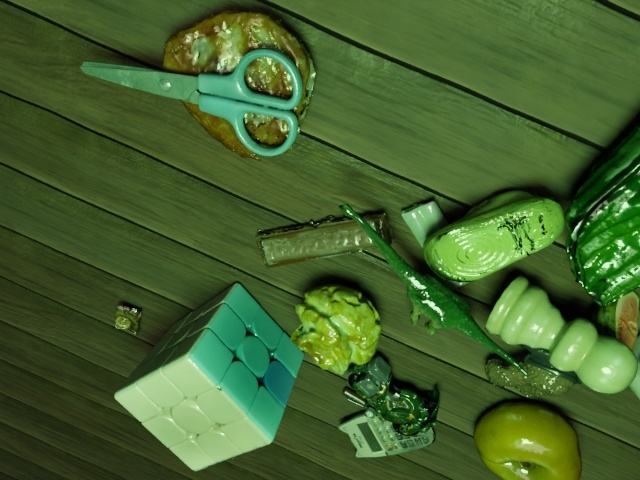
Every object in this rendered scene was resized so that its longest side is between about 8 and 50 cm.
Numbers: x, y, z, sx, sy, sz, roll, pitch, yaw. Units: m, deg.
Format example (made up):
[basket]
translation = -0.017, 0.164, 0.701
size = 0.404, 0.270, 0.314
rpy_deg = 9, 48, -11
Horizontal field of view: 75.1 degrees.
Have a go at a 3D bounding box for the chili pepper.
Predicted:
[chili pepper]
translation = 0.552, -0.064, 0.718
size = 0.213, 0.167, 0.385
rpy_deg = 26, 122, 4

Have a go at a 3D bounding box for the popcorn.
[popcorn]
translation = 0.042, 0.202, 0.978
size = 0.204, 0.184, 0.221
rpy_deg = -7, 129, 31

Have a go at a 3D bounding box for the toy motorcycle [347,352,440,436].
[toy motorcycle]
translation = 0.198, 0.402, 1.075
size = 0.274, 0.125, 0.187
rpy_deg = 45, 122, -9

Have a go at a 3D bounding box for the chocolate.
[chocolate]
translation = 0.000, 0.006, 0.948
size = 0.329, 0.065, 0.102
rpy_deg = -10, 115, 20

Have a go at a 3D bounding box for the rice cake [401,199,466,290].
[rice cake]
translation = 0.262, 0.010, 0.899
size = 0.080, 0.042, 0.222
rpy_deg = -28, 107, 26

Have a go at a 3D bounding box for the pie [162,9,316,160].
[pie]
translation = -0.145, -0.303, 0.809
size = 0.308, 0.085, 0.308
rpy_deg = 6, 119, 10

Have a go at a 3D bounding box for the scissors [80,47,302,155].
[scissors]
translation = -0.252, -0.286, 0.780
size = 0.447, 0.029, 0.192
rpy_deg = 14, 126, 8

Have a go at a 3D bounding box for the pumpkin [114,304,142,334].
[pumpkin]
translation = -0.560, 0.227, 1.220
size = 0.073, 0.035, 0.101
rpy_deg = 19, 117, -10

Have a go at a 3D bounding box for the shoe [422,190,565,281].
[shoe]
translation = 0.338, -0.005, 0.822
size = 0.262, 0.128, 0.140
rpy_deg = -26, 98, 22

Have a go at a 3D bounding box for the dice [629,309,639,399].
[dice]
translation = 0.723, 0.250, 0.826
size = 0.193, 0.192, 0.194
rpy_deg = 41, 117, -7

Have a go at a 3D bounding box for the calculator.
[calculator]
translation = 0.198, 0.549, 1.196
size = 0.268, 0.040, 0.177
rpy_deg = -18, 112, 21

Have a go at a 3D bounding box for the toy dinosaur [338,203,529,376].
[toy dinosaur]
translation = 0.233, 0.098, 0.823
size = 0.447, 0.087, 0.301
rpy_deg = 29, 156, 22

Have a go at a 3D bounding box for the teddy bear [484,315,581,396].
[teddy bear]
translation = 0.509, 0.280, 0.928
size = 0.182, 0.129, 0.251
rpy_deg = 25, 119, -13

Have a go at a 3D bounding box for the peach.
[peach]
translation = 0.518, 0.521, 1.049
size = 0.251, 0.153, 0.251
rpy_deg = 15, 124, 24

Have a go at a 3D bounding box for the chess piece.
[chess piece]
translation = 0.477, 0.194, 0.820
size = 0.251, 0.144, 0.144
rpy_deg = 35, 126, 34

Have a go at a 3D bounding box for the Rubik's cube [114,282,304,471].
[Rubik's cube]
translation = -0.262, 0.342, 1.058
size = 0.291, 0.290, 0.292
rpy_deg = -33, 104, 26

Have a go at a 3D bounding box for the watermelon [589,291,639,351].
[watermelon]
translation = 0.591, 0.165, 0.852
size = 0.087, 0.163, 0.069
rpy_deg = 39, 155, -19

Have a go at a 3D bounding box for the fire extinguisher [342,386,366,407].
[fire extinguisher]
translation = 0.106, 0.453, 1.174
size = 0.100, 0.032, 0.046
rpy_deg = 28, 109, 5
